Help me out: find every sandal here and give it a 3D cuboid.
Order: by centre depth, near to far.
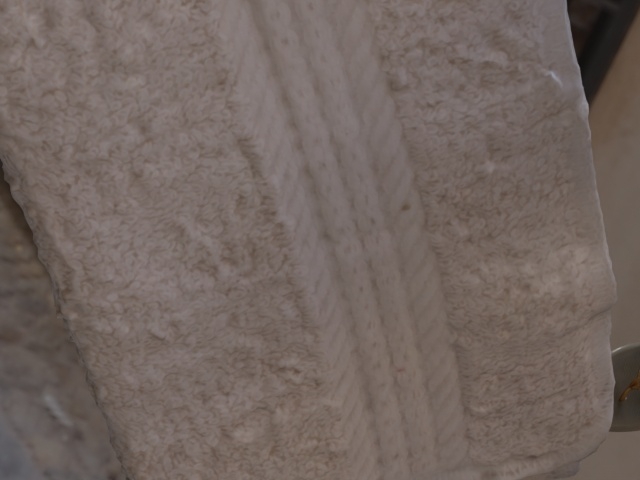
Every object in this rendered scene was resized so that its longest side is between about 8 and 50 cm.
[{"bbox_3d":[0.294,0.109,1.275,0.180,0.072,0.049,-9,-16,16],"label":"sandal"}]

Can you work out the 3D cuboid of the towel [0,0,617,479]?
[{"bbox_3d":[0.000,0.000,0.538,0.187,0.282,0.049,-18,36,-3],"label":"towel"}]
